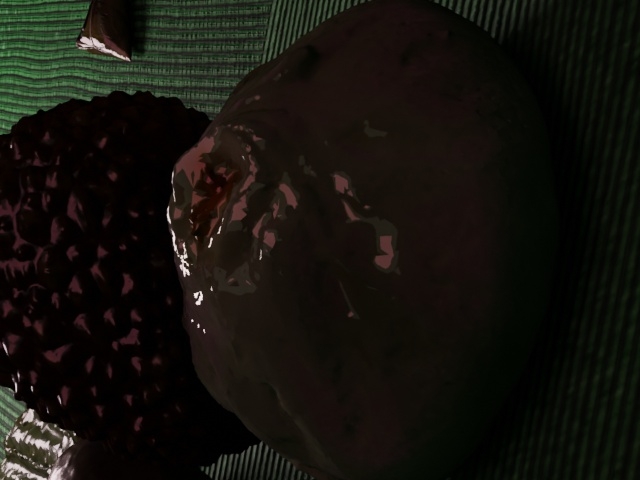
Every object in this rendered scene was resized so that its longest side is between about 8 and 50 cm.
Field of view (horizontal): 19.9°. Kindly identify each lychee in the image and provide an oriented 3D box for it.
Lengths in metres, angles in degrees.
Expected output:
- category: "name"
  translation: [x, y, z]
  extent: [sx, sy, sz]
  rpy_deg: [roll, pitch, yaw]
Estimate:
- category: "lychee"
  translation: [-0.125, 0.039, 1.266]
  extent: [0.271, 0.271, 0.271]
  rpy_deg: [-34, 51, 58]

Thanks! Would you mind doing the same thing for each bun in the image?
- category: "bun"
  translation: [0.000, 0.000, 1.055]
  extent: [0.293, 0.187, 0.293]
  rpy_deg: [-174, 90, -66]

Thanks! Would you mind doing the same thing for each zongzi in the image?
- category: "zongzi"
  translation: [-0.191, -0.210, 1.719]
  extent: [0.083, 0.040, 0.076]
  rpy_deg: [18, 91, 53]

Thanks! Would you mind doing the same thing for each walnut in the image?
- category: "walnut"
  translation: [-0.139, 0.207, 1.339]
  extent: [0.162, 0.140, 0.140]
  rpy_deg: [17, 97, 54]

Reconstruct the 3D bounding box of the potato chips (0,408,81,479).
- category: "potato chips"
  translation: [-0.249, 0.283, 1.629]
  extent: [0.429, 0.070, 0.359]
  rpy_deg: [178, 99, -65]
